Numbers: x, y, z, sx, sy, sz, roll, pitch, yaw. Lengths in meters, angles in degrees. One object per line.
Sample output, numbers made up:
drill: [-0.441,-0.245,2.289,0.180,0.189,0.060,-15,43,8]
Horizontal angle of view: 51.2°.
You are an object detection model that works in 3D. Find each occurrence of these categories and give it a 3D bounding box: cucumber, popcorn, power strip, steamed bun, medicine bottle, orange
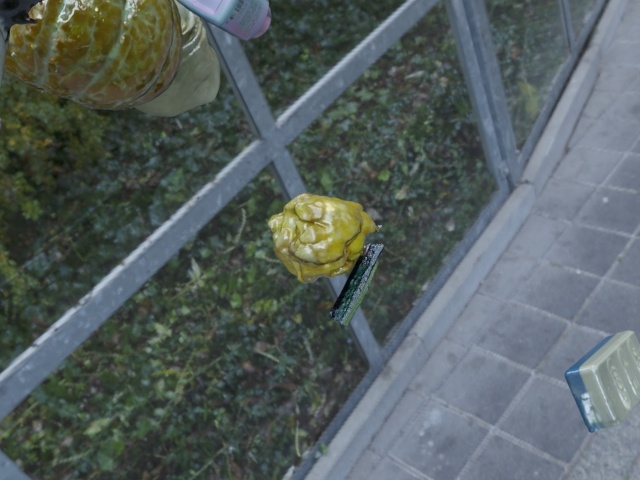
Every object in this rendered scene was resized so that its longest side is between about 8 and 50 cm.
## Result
cucumber: [0.075,0.099,1.382,0.046,0.070,0.220,18,54,21]
popcorn: [-0.001,-0.001,1.381,0.191,0.190,0.253,24,15,32]
power strip: [0.259,0.122,0.594,0.032,0.056,0.123,-28,-10,40]
steamed bun: [-0.354,-0.406,1.339,0.276,0.203,0.289,-31,70,-36]
medicine bottle: [-0.164,-0.429,1.214,0.119,0.188,0.094,35,103,16]
orange: [-0.370,-0.339,1.027,0.329,0.329,0.249,25,98,50]

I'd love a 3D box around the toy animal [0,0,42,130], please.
toy animal: [-0.312,-0.238,0.489,0.251,0.251,0.310,35,101,53]
